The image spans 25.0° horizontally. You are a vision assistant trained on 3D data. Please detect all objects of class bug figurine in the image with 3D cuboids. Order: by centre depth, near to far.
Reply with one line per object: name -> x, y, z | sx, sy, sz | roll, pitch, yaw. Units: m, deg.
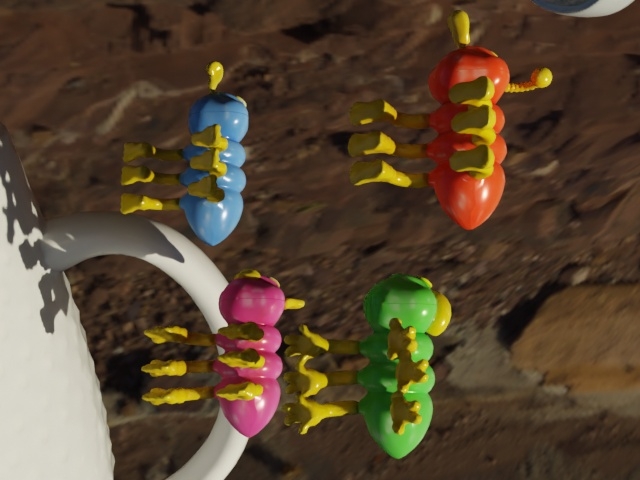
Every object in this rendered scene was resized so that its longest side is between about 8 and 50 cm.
bug figurine -> 0.000, 0.000, 0.754 | 0.279, 0.072, 0.216 | -2, 79, 46

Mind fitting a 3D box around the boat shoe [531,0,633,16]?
boat shoe -> 0.148, -0.245, 0.613 | 0.109, 0.094, 0.302 | 21, 108, 46

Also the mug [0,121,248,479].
mug -> -0.223, 0.110, 0.896 | 0.374, 0.276, 0.328 | -18, 107, -2
